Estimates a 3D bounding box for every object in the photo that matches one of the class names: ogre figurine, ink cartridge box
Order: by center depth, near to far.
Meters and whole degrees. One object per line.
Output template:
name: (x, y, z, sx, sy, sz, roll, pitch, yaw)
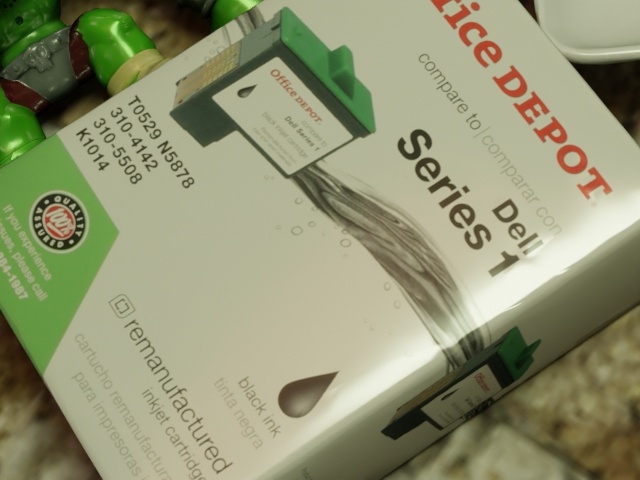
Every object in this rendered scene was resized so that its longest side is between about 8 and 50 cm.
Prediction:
ink cartridge box: (0.000, 0.000, 0.600, 0.219, 0.092, 0.160, -34, 69, -4)
ogre figurine: (-0.120, -0.080, 0.654, 0.197, 0.097, 0.118, -36, 86, 10)

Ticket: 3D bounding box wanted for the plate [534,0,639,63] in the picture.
plate: (0.220, -0.186, 0.650, 0.278, 0.045, 0.277, -3, 62, 8)
